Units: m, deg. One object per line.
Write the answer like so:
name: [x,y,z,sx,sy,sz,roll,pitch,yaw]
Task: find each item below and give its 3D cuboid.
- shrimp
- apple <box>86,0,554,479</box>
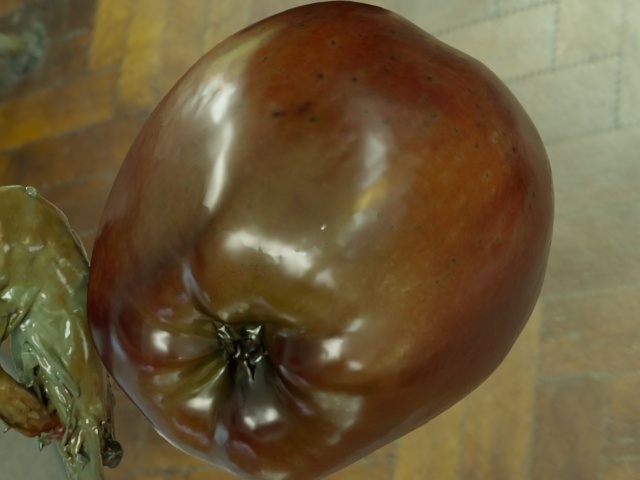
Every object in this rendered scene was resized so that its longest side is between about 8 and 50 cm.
shrimp: [-0.142,0.060,0.803,0.041,0.099,0.180,-1,114,36]
apple: [0.001,-0.001,0.775,0.234,0.234,0.234,-22,57,38]
